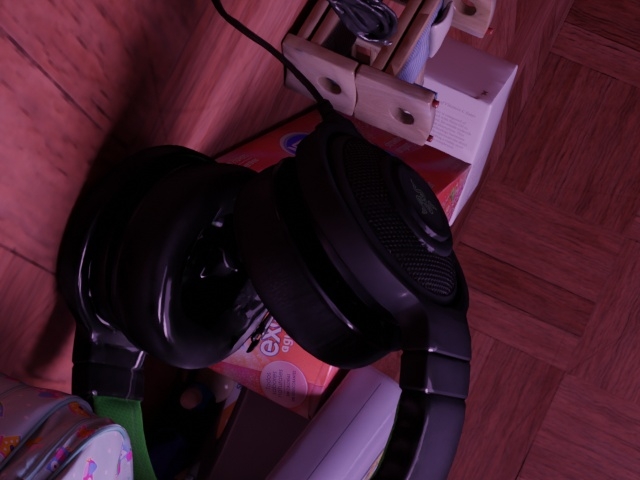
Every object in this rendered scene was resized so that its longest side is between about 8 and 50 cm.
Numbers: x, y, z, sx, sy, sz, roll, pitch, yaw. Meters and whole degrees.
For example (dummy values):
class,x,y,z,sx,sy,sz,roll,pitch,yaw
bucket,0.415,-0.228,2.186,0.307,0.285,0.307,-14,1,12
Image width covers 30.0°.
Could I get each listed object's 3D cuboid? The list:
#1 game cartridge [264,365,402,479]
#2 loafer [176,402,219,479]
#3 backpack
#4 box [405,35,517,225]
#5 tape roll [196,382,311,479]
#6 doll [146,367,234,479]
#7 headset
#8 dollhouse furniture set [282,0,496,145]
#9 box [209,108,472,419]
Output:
class,x,y,z,sx,sy,sz,roll,pitch,yaw
game cartridge,-0.013,0.218,0.943,0.196,0.060,0.294,-53,169,-31
loafer,-0.093,0.230,1.218,0.251,0.094,0.087,-48,171,-42
backpack,-0.175,0.149,0.598,0.182,0.115,0.152,-53,160,-56
box,0.119,-0.125,1.290,0.091,0.130,0.170,-52,163,-46
tape roll,-0.044,0.142,1.100,0.219,0.072,0.219,-158,-90,-83
doll,-0.125,0.172,1.026,0.189,0.046,0.129,-53,164,-45
headset,-0.017,0.009,0.710,0.185,0.243,0.394,19,70,-55
dollhouse furniture set,0.058,-0.137,1.000,0.129,0.129,0.184,-60,167,-22
box,0.000,0.000,0.975,0.300,0.154,0.142,-37,149,-64
